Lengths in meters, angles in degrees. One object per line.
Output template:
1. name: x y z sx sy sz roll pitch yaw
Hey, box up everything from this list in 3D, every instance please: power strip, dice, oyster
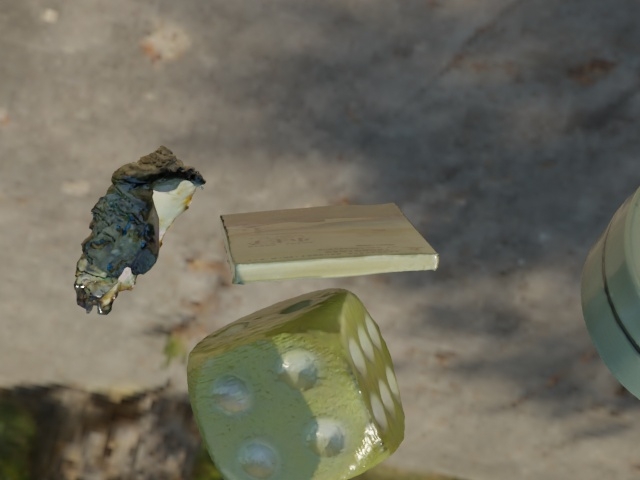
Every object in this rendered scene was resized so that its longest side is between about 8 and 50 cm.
1. power strip: 0.511 0.051 2.085 0.357 0.357 0.161 14 150 -8
2. dice: -0.022 0.151 1.619 0.169 0.166 0.169 -19 -171 15
3. oyster: -0.212 -0.012 1.854 0.092 0.198 0.259 36 160 -1

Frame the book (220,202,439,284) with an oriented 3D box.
1. book: 0.000 0.000 1.652 0.201 0.026 0.289 -3 -169 -7
